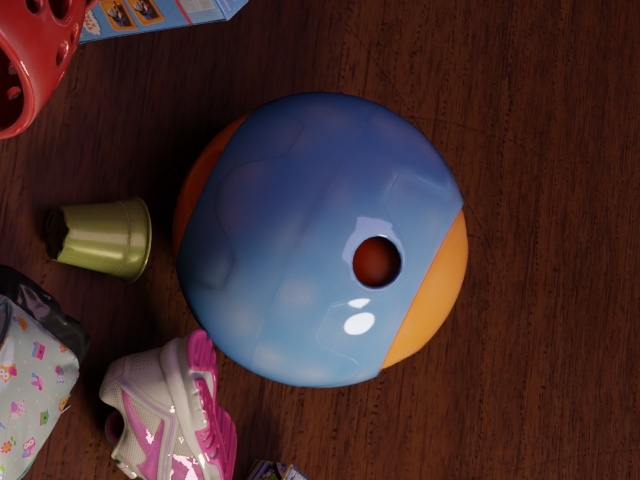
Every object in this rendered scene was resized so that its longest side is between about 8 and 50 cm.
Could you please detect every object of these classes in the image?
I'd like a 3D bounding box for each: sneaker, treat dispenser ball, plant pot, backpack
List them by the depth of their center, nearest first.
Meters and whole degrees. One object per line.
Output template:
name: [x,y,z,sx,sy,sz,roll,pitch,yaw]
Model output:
plant pot: [-0.283,-0.206,1.184,0.191,0.191,0.174,51,46,-33]
backpack: [-0.286,0.123,1.225,0.152,0.115,0.182,47,61,-38]
plant pot: [-0.211,-0.004,1.336,0.079,0.083,0.083,5,86,-34]
sneaker: [-0.147,0.192,1.388,0.103,0.111,0.252,-84,168,-55]
treat dispenser ball: [0.000,0.000,1.396,0.288,0.288,0.288,0,90,-46]

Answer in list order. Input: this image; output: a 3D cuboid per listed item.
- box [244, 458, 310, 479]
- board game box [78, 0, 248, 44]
box: [-0.069,0.314,1.486,0.054,0.059,0.169,46,59,-34]
board game box: [-0.180,-0.258,1.266,0.039,0.212,0.160,-50,123,-35]
